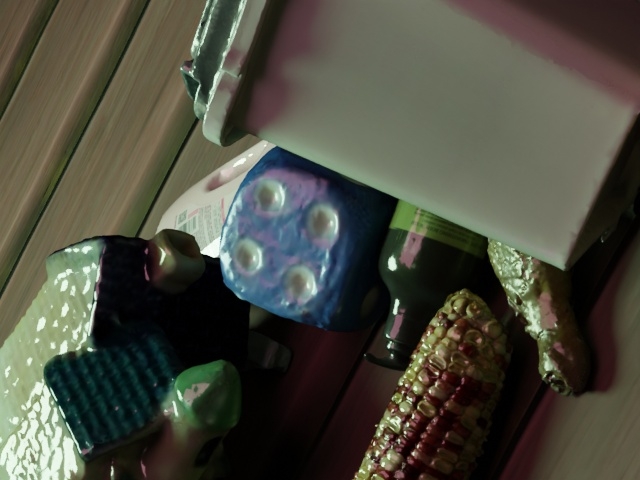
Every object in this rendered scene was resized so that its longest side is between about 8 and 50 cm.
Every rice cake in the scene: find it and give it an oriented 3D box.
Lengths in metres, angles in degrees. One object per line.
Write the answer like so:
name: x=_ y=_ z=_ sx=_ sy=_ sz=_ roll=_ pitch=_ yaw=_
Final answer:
rice cake: x=-0.090 y=0.110 z=2.038 sx=0.180 sy=0.030 sz=0.042 roll=14 pitch=79 yaw=56

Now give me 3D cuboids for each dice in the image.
dice: x=0.000 y=0.000 z=1.834 sx=0.146 sy=0.143 sz=0.146 roll=27 pitch=101 yaw=23

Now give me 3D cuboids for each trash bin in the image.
trash bin: x=0.108 y=-0.169 z=1.578 sx=0.368 sy=0.256 sz=0.296 roll=29 pitch=118 yaw=15

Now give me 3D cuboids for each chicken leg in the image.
chicken leg: x=0.189 y=0.042 z=1.659 sx=0.085 sy=0.069 sz=0.197 roll=-35 pitch=53 yaw=35

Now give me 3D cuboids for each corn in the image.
corn: x=0.089 y=0.182 z=1.696 sx=0.098 sy=0.098 sz=0.289 roll=19 pitch=85 yaw=56

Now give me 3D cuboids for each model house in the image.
model house: x=-0.166 y=0.144 z=1.901 sx=0.284 sy=0.243 sz=0.298 roll=-61 pitch=40 yaw=25

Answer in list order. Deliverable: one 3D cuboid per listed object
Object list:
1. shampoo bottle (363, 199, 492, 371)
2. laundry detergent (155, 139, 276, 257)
shampoo bottle: x=0.115 y=-0.015 z=1.760 sx=0.101 sy=0.101 sz=0.283 roll=16 pitch=86 yaw=56
laundry detergent: x=-0.042 y=-0.048 z=2.013 sx=0.335 sy=0.088 sz=0.159 roll=-33 pitch=46 yaw=40
